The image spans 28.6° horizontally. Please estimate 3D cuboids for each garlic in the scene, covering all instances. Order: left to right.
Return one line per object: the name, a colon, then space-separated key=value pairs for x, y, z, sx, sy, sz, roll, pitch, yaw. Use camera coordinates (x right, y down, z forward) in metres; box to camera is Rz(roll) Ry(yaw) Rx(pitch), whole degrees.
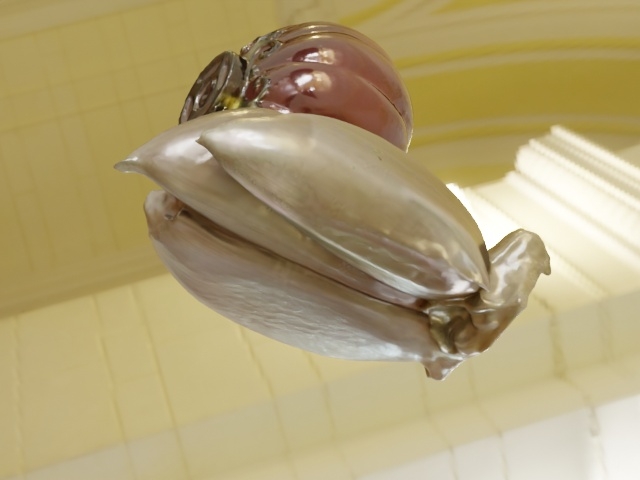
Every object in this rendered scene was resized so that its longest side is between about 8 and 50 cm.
garlic: x=0.000 y=0.001 z=0.986 sx=0.132 sy=0.325 sz=0.279 roll=-65 pitch=-175 yaw=-33

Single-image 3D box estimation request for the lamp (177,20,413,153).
lamp: x=-0.030 y=-0.105 z=1.436 sx=0.257 sy=0.303 sz=0.303 roll=32 pitch=9 yaw=-23
